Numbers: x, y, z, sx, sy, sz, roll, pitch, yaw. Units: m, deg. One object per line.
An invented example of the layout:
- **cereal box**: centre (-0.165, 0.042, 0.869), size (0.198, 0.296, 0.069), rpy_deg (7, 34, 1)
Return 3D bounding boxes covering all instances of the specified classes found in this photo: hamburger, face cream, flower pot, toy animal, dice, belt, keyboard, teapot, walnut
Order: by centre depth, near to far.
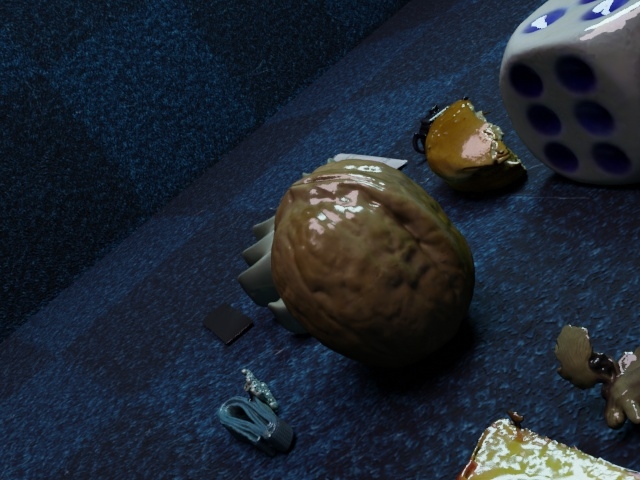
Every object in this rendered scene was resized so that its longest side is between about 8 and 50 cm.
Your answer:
- **toy animal**: centre (0.348, 0.140, 0.680), size (0.214, 0.093, 0.186), rpy_deg (-19, 29, 19)
- **walnut**: centre (0.068, 0.031, 1.008), size (0.277, 0.313, 0.252), rpy_deg (-50, 8, -18)
- **belt**: centre (-0.092, 0.271, 1.077), size (0.100, 0.065, 0.179), rpy_deg (-51, 27, -18)
- **dice**: centre (0.491, -0.277, 1.098), size (0.304, 0.277, 0.304), rpy_deg (-39, 23, -14)
- **hamburger**: centre (0.286, -0.178, 1.368), size (0.156, 0.144, 0.283), rpy_deg (-31, 23, 11)
- **flower pot**: centre (0.000, 0.000, 1.368), size (0.367, 0.164, 0.254), rpy_deg (-46, 39, -19)
- **keyboard**: centre (-0.204, 0.178, 1.508), size (0.074, 0.015, 0.196), rpy_deg (-44, 22, -14)
- **teapot**: centre (0.288, -0.274, 1.640), size (0.177, 0.096, 0.087), rpy_deg (-38, 21, -7)
- **face cream**: centre (0.115, -0.187, 1.776), size (0.092, 0.058, 0.244), rpy_deg (-38, 27, -21)

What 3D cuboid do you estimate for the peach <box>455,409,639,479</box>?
- **peach**: centre (0.213, 0.261, 0.509), size (0.159, 0.154, 0.267), rpy_deg (-37, 29, -32)
